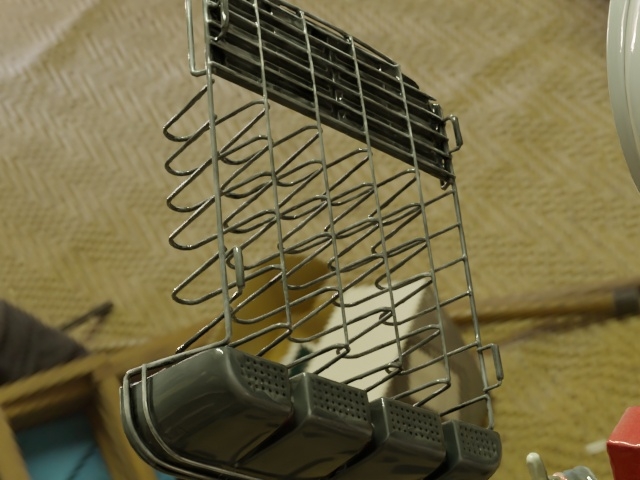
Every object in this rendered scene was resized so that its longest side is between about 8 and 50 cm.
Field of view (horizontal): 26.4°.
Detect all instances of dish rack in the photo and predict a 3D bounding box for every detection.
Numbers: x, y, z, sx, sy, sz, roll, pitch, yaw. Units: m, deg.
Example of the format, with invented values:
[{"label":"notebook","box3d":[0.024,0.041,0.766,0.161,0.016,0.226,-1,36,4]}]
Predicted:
[{"label":"dish rack","box3d":[0.000,0.000,0.712,0.074,0.208,0.271,-31,51,36]}]

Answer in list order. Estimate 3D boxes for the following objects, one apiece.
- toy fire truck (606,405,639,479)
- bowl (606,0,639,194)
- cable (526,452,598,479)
[{"label":"toy fire truck","box3d":[0.183,0.120,0.481,0.192,0.047,0.135,1,32,33]},{"label":"bowl","box3d":[0.238,-0.066,0.502,0.298,0.298,0.134,-6,8,26]},{"label":"cable","box3d":[0.184,0.279,0.966,0.072,0.287,0.139,-10,24,-3]}]
